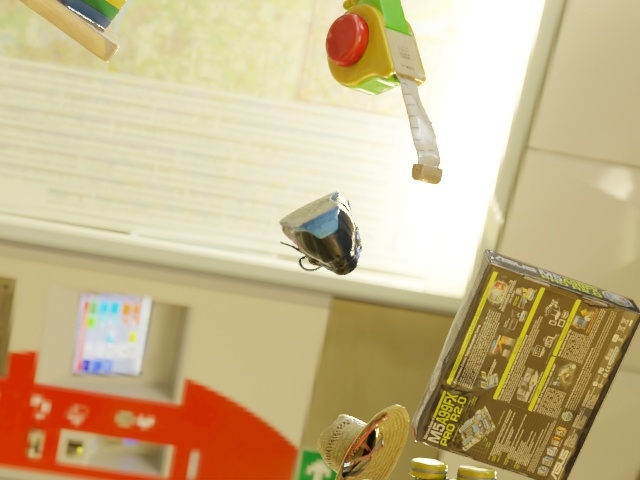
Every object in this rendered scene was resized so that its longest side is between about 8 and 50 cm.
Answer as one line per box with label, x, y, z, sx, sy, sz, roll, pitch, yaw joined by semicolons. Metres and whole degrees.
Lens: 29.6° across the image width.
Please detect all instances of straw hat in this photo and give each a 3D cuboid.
straw hat;0.031;0.217;1.279;0.144;0.061;0.144;-41;146;-35

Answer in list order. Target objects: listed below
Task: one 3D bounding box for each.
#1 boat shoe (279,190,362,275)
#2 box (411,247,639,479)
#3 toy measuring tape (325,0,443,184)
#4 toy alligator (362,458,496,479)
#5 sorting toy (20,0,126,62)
boat shoe;0.000;0.000;1.537;0.089;0.109;0.258;61;7;-8
box;0.268;0.171;1.596;0.060;0.216;0.270;-88;-163;-73
toy measuring tape;0.075;-0.194;1.555;0.121;0.122;0.330;109;-27;-59
toy alligator;0.124;0.196;0.895;0.051;0.190;0.056;9;86;-66
sorting toy;-0.328;-0.327;1.402;0.089;0.257;0.255;-53;-163;5
